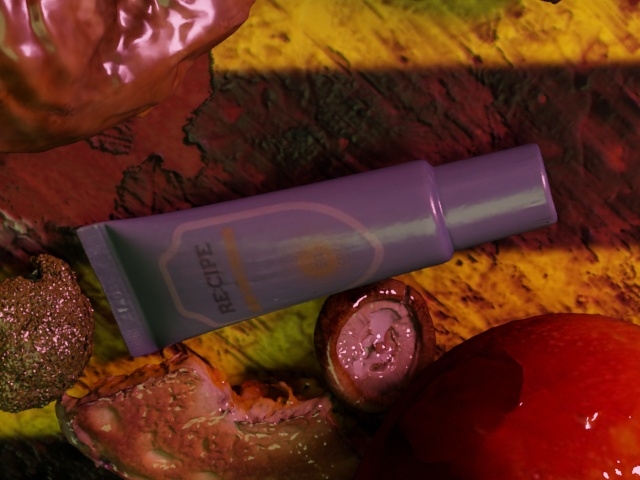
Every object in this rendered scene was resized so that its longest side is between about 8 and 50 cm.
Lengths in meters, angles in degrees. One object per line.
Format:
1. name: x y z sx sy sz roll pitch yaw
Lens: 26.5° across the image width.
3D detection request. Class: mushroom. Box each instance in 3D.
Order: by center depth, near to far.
1. mushroom: 0.046 0.090 1.183 0.123 0.052 0.123 -3 96 -29

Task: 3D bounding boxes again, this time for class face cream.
1. face cream: 0.000 0.000 1.126 0.385 0.086 0.136 -14 119 9

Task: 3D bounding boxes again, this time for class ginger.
1. ginger: -0.199 -0.166 0.956 0.223 0.269 0.200 -5 105 42

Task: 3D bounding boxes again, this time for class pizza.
1. pizza: -0.081 0.164 1.205 0.305 0.086 0.161 14 122 -17

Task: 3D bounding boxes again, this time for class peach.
1. peach: 0.190 0.235 1.097 0.388 0.388 0.388 -2 119 -4

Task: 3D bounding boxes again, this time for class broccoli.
1. broccoli: -0.248 0.080 1.135 0.120 0.130 0.131 21 136 28

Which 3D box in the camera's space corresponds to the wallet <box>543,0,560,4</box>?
1. wallet: 0.160 -0.374 0.921 0.228 0.062 0.406 12 117 -25
